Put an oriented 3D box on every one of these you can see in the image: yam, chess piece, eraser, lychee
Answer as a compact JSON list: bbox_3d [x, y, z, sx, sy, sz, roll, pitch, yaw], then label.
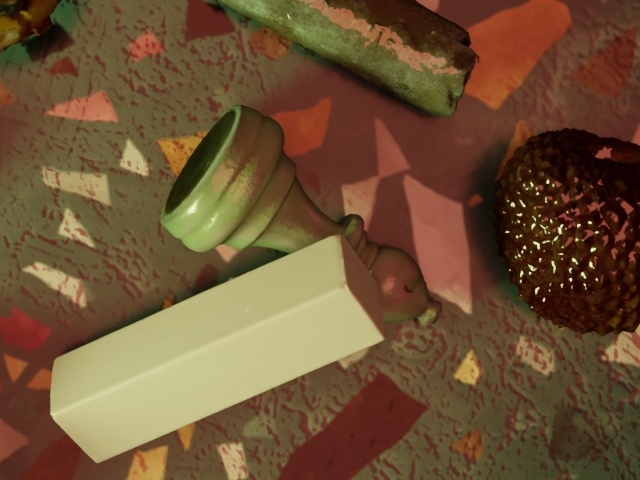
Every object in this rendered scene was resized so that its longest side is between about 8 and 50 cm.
[{"bbox_3d":[0.022,-0.206,1.485,0.259,0.093,0.093,28,91,-5],"label":"yam"},{"bbox_3d":[0.000,0.000,1.488,0.272,0.139,0.139,33,90,-16],"label":"chess piece"},{"bbox_3d":[-0.093,0.098,1.444,0.298,0.076,0.078,-24,128,15],"label":"eraser"},{"bbox_3d":[0.246,-0.005,1.472,0.188,0.188,0.188,0,92,-3],"label":"lychee"}]

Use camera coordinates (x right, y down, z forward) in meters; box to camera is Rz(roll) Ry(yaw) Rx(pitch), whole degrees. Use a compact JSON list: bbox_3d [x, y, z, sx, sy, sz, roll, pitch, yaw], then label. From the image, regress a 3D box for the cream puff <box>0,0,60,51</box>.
[{"bbox_3d":[-0.320,-0.276,1.427,0.240,0.164,0.240,1,77,-2],"label":"cream puff"}]
